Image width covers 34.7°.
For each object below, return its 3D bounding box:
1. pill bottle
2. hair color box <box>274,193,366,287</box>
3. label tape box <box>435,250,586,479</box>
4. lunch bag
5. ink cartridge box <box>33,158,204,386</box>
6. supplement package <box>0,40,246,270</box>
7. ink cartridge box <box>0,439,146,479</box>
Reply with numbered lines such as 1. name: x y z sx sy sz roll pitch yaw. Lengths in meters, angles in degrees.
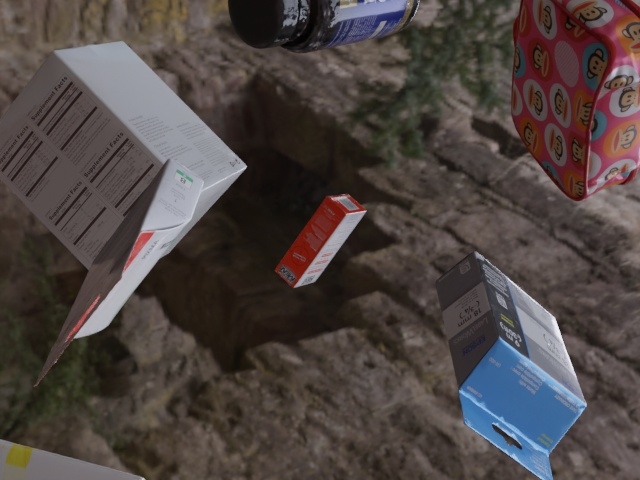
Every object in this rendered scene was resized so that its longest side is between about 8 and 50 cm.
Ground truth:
1. pill bottle: 0.004 -0.286 1.196 0.123 0.219 0.123 21 -59 40
2. hair color box: 0.000 0.000 1.487 0.043 0.072 0.141 42 -68 17
3. label tape box: 0.325 0.209 1.715 0.106 0.240 0.334 -39 -149 24
4. lunch bag: 0.353 -0.229 1.446 0.293 0.120 0.258 86 -21 -47
5. ink cartridge box: -0.204 0.040 1.066 0.181 0.056 0.225 -48 -160 29
6. supplement package: -0.286 -0.111 1.428 0.263 0.199 0.198 45 -68 1
7. ink cartridge box: -0.430 0.413 1.336 0.384 0.279 0.160 12 -24 11
